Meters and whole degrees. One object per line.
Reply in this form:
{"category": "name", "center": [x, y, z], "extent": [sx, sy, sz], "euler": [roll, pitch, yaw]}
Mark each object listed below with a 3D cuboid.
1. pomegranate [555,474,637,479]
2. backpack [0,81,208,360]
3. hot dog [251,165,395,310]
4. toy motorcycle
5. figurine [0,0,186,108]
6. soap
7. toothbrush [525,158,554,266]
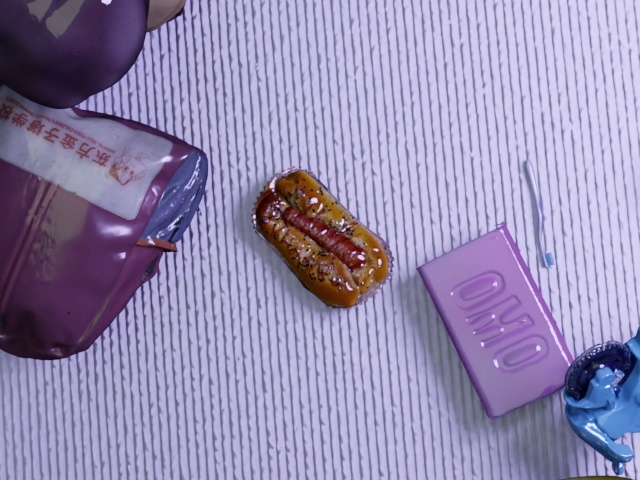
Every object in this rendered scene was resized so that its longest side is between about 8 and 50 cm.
{"category": "pomegranate", "center": [0.280, 0.401, 1.597], "extent": [0.358, 0.216, 0.310], "euler": [6, 93, 40]}
{"category": "backpack", "center": [-0.309, -0.015, 1.731], "extent": [0.283, 0.197, 0.317], "euler": [24, 92, 9]}
{"category": "hot dog", "center": [0.000, 0.000, 1.751], "extent": [0.108, 0.059, 0.191], "euler": [-45, 77, -2]}
{"category": "toy motorcycle", "center": [0.378, 0.161, 1.611], "extent": [0.272, 0.182, 0.124], "euler": [-10, 42, -20]}
{"category": "figurine", "center": [-0.260, -0.295, 1.650], "extent": [0.218, 0.365, 0.206], "euler": [-24, 108, 27]}
{"category": "soap", "center": [0.208, 0.096, 1.702], "extent": [0.122, 0.065, 0.203], "euler": [-27, 80, 5]}
{"category": "toothbrush", "center": [0.259, -0.033, 1.734], "extent": [0.013, 0.011, 0.131], "euler": [-13, 82, 20]}
